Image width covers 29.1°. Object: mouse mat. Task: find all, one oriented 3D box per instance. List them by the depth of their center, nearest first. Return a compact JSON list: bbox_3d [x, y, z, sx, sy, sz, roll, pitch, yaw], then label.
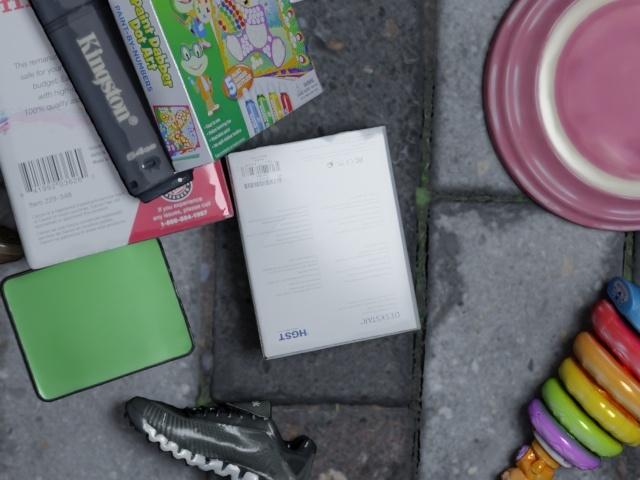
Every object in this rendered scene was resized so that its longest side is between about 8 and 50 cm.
[{"bbox_3d":[-0.253,0.087,1.402,0.190,0.007,0.152,-18,96,-6],"label":"mouse mat"}]

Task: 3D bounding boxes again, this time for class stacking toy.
[{"bbox_3d":[0.306,0.202,1.420,0.166,0.175,0.302,41,102,-7],"label":"stacking toy"}]

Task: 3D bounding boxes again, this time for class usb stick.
[{"bbox_3d":[-0.216,-0.172,1.238,0.077,0.045,0.278,-27,97,-7],"label":"usb stick"}]

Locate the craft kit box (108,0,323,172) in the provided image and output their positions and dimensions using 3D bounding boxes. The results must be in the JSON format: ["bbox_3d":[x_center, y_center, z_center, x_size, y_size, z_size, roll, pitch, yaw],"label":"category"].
[{"bbox_3d":[-0.111,-0.227,1.274,0.061,0.250,0.246,-15,105,32],"label":"craft kit box"}]

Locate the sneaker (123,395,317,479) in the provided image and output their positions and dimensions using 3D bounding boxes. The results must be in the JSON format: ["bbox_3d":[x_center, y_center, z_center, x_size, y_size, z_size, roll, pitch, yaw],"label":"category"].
[{"bbox_3d":[-0.105,0.216,1.395,0.234,0.078,0.106,29,87,-12],"label":"sneaker"}]

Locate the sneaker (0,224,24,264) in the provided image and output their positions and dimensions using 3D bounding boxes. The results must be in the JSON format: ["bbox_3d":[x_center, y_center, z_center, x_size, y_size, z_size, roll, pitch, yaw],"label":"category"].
[{"bbox_3d":[-0.418,0.014,1.357,0.188,0.066,0.071,8,110,-2],"label":"sneaker"}]

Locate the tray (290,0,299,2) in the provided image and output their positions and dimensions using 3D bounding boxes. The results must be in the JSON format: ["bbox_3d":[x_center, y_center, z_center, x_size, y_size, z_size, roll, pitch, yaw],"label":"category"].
[{"bbox_3d":[-0.019,-0.414,1.383,0.145,0.030,0.270,-20,96,-6],"label":"tray"}]

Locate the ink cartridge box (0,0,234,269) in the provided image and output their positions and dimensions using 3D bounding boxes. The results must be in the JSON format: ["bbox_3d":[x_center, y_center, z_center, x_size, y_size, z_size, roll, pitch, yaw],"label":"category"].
[{"bbox_3d":[-0.240,-0.144,1.324,0.226,0.131,0.306,-14,93,-7],"label":"ink cartridge box"}]

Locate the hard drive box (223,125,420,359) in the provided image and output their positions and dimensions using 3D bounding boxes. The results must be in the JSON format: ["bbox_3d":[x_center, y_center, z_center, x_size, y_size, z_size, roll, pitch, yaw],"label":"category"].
[{"bbox_3d":[0.000,0.000,1.384,0.181,0.089,0.232,-10,95,-6],"label":"hard drive box"}]

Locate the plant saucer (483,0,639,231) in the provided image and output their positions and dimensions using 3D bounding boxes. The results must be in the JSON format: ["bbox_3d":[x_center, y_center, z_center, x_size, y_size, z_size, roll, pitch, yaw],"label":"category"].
[{"bbox_3d":[0.358,-0.174,1.418,0.332,0.084,0.332,-1,94,-7],"label":"plant saucer"}]
